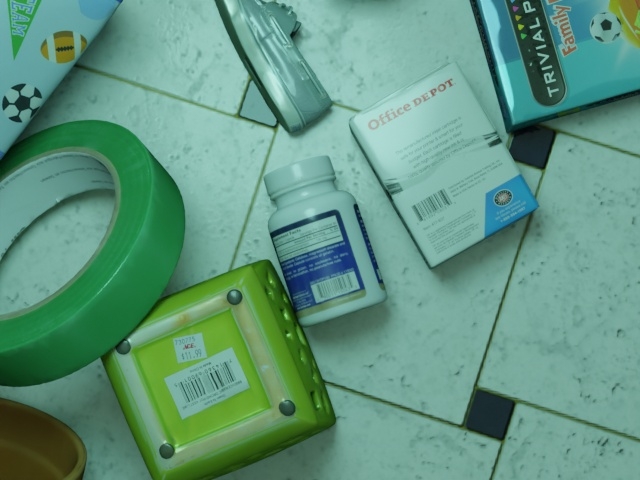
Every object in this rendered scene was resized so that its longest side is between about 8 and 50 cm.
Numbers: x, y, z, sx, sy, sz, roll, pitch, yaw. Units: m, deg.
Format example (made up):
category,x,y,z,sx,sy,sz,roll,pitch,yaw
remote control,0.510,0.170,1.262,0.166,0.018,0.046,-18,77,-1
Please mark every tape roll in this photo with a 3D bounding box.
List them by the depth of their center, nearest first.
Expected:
category,x,y,z,sx,sy,sz,roll,pitch,yaw
tape roll,-0.309,0.010,1.555,0.321,0.077,0.321,-17,49,20

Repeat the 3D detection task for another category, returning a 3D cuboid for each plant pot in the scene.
category,x,y,z,sx,sy,sz,roll,pitch,yaw
plant pot,-0.425,0.318,1.555,0.290,0.291,0.204,12,105,3
plant pot,-0.124,0.157,1.572,0.228,0.207,0.227,-23,86,0

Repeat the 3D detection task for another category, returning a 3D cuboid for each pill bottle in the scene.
category,x,y,z,sx,sy,sz,roll,pitch,yaw
pill bottle,0.000,0.000,1.623,0.112,0.112,0.187,-18,86,1

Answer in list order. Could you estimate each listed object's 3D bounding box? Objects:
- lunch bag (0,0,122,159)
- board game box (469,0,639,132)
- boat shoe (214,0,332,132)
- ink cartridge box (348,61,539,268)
category,x,y,z,sx,sy,sz,roll,pitch,yaw
lunch bag,-0.475,-0.289,1.554,0.385,0.239,0.328,37,88,-25
board game box,0.353,-0.299,1.643,0.336,0.079,0.254,-16,86,1
boat shoe,-0.059,-0.244,1.661,0.081,0.079,0.228,-29,91,-9
ink cartridge box,0.145,-0.088,1.635,0.148,0.086,0.203,-29,86,1
